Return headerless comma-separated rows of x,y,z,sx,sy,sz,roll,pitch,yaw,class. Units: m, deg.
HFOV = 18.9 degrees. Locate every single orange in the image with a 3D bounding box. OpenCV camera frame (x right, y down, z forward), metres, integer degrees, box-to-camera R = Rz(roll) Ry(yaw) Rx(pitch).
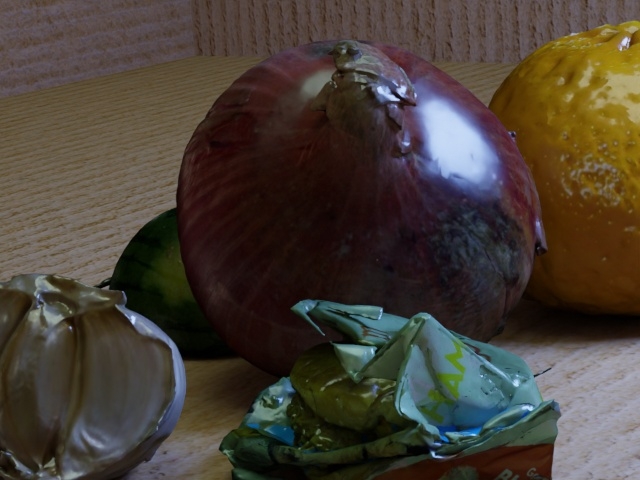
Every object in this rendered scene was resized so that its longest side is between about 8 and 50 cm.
0.320,-0.077,1.993,0.341,0.293,0.340,-4,11,1,orange

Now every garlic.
-0.228,0.129,1.624,0.229,0.178,0.143,15,-17,4,garlic

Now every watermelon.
-0.128,0.028,2.000,0.204,0.127,0.232,-22,29,-21,watermelon

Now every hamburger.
0.055,0.114,1.549,0.276,0.150,0.260,-3,11,8,hamburger

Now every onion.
0.039,-0.026,1.810,0.354,0.353,0.353,-4,13,1,onion
